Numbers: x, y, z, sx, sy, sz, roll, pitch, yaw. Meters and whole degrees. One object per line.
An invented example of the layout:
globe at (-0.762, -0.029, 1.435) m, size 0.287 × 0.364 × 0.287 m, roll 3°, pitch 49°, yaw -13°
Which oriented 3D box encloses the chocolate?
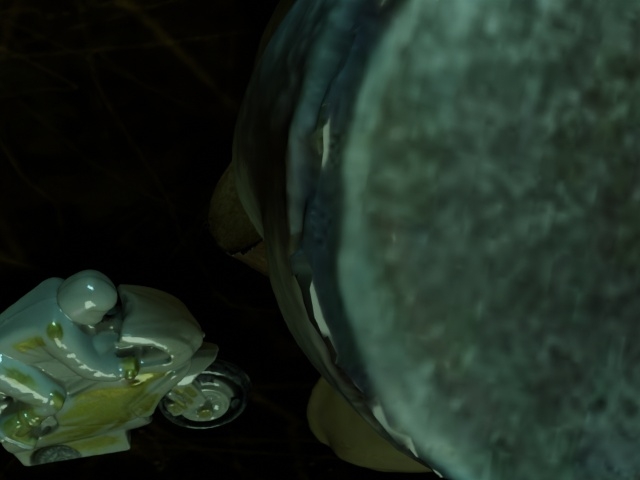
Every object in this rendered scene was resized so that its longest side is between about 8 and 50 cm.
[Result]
chocolate at (0.090, -0.047, 0.615) m, size 0.303 × 0.213 × 0.303 m, roll -6°, pitch 106°, yaw -24°

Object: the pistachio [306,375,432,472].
pistachio at (0.089, 0.076, 0.803) m, size 0.206 × 0.129 × 0.131 m, roll -12°, pitch 127°, yaw 11°

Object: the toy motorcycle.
toy motorcycle at (-0.158, 0.080, 0.796) m, size 0.229 × 0.074 × 0.151 m, roll -4°, pitch 133°, yaw -5°

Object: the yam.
yam at (0.000, -0.003, 0.742) m, size 0.084 × 0.084 × 0.127 m, roll -35°, pitch 136°, yaw 23°
